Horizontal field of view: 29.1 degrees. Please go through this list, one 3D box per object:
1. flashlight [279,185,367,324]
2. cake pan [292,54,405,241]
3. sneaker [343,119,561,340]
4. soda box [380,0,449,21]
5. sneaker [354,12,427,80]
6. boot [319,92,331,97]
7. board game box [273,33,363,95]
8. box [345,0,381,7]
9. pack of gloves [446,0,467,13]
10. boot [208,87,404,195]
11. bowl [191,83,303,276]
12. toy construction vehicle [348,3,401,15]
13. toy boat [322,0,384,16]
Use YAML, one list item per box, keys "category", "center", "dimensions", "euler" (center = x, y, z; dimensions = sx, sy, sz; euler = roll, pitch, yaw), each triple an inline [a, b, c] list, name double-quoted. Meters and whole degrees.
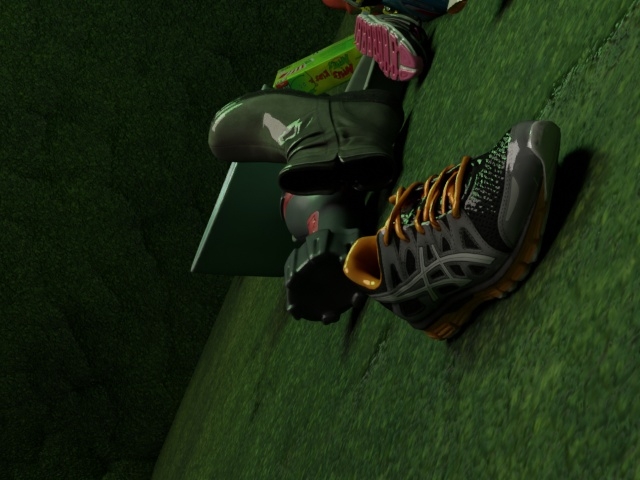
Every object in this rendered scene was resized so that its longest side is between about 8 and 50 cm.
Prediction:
- category: "flashlight"
  center: [0.000, 0.000, 1.347]
  dimensions: [0.304, 0.103, 0.103]
  euler: [-85, -4, -68]
- category: "cake pan"
  center: [0.041, -0.125, 1.641]
  dimensions: [0.293, 0.054, 0.293]
  euler: [-158, 90, -84]
- category: "sneaker"
  center: [0.078, -0.006, 0.748]
  dimensions: [0.215, 0.083, 0.084]
  euler: [123, 169, -54]
- category: "soda box"
  center: [0.126, -0.316, 1.496]
  dimensions: [0.210, 0.067, 0.071]
  euler: [-120, 52, -83]
- category: "sneaker"
  center: [0.100, -0.239, 1.482]
  dimensions: [0.170, 0.074, 0.063]
  euler: [-130, 34, -60]
- category: "boot"
  center: [-0.058, -0.153, 2.416]
  dimensions: [0.246, 0.094, 0.207]
  euler: [-49, 15, 54]
- category: "board game box"
  center: [0.022, -0.260, 1.827]
  dimensions: [0.181, 0.043, 0.092]
  euler: [-24, 19, 12]
- category: "box"
  center: [0.123, -0.470, 1.637]
  dimensions: [0.322, 0.079, 0.257]
  euler: [-61, -5, 17]
- category: "pack of gloves"
  center: [0.201, -0.326, 1.088]
  dimensions: [0.195, 0.046, 0.232]
  euler: [-28, 43, 63]
- category: "boot"
  center: [-0.028, -0.106, 1.390]
  dimensions: [0.161, 0.246, 0.083]
  euler: [-70, -29, -57]
- category: "bowl"
  center: [-0.070, -0.067, 1.898]
  dimensions: [0.311, 0.163, 0.311]
  euler: [-158, 90, -85]
- category: "toy construction vehicle"
  center: [0.077, -0.336, 1.791]
  dimensions: [0.035, 0.098, 0.086]
  euler: [-57, -5, 18]
- category: "toy boat"
  center: [0.083, -0.390, 1.958]
  dimensions: [0.231, 0.151, 0.151]
  euler: [-78, -17, -60]
